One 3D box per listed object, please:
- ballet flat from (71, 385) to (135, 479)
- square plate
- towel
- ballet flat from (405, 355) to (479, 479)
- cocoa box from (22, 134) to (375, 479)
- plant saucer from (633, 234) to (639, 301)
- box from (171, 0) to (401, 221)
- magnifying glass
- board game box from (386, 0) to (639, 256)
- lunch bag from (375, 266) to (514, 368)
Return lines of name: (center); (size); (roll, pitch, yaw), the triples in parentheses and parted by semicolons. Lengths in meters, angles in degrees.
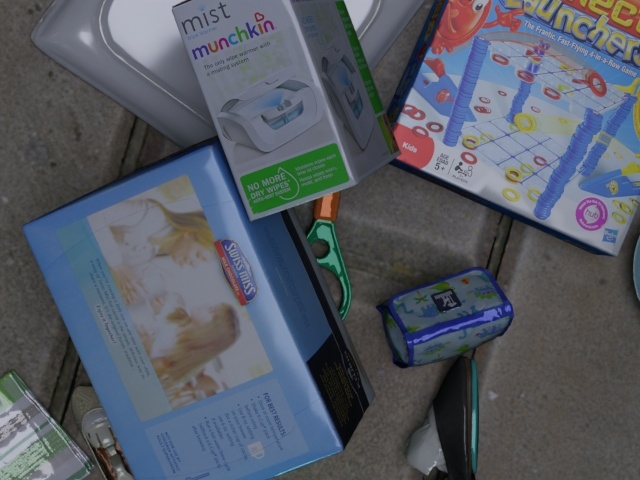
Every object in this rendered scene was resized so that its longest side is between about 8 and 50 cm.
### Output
ballet flat: (-0.233, 0.240, 1.824); (0.057, 0.052, 0.168); (-26, 95, -7)
square plate: (-0.094, -0.267, 1.832); (0.347, 0.049, 0.344); (36, 87, -8)
towel: (-0.346, 0.238, 1.822); (0.113, 0.023, 0.152); (-39, 97, -6)
ballet flat: (0.151, 0.277, 1.866); (0.096, 0.095, 0.280); (-7, 93, 4)
cocoa box: (-0.121, 0.081, 1.718); (0.231, 0.228, 0.347); (-22, 95, 13)
plant saucer: (0.464, 0.032, 1.931); (0.195, 0.037, 0.195); (0, 92, -9)
box: (-0.032, -0.162, 1.679); (0.127, 0.262, 0.231); (-19, 94, 15)
magnifying glass: (0.000, 0.000, 1.863); (0.092, 0.026, 0.231); (8, 95, -9)
board game box: (0.258, -0.177, 1.869); (0.308, 0.086, 0.302); (23, 89, -9)
lunch bag: (0.142, 0.091, 1.827); (0.129, 0.151, 0.096); (-19, 95, -7)
